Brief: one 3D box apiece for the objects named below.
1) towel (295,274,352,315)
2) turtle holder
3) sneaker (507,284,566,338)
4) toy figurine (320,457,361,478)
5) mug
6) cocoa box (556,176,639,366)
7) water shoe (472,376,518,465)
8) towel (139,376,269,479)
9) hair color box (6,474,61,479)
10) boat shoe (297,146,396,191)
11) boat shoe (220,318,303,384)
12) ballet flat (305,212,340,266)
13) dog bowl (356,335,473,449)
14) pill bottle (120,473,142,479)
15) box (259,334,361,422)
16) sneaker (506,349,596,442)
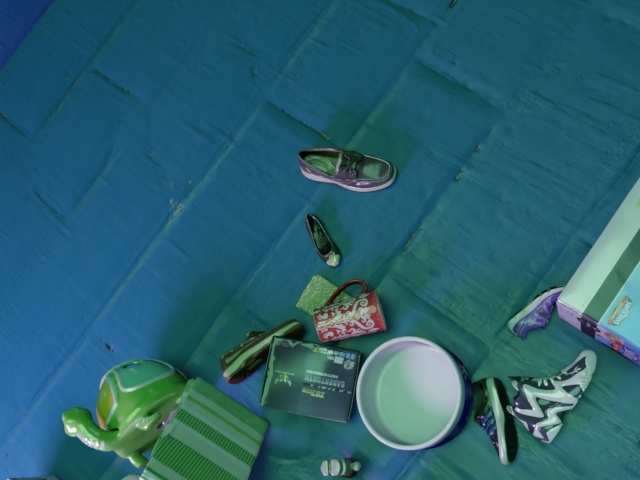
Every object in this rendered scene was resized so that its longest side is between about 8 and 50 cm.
[{"bbox_3d":[0.016,0.166,1.887,0.148,0.027,0.110,31,86,25],"label":"towel"},{"bbox_3d":[-0.491,0.450,1.846,0.320,0.243,0.227,-36,61,-24],"label":"turtle holder"},{"bbox_3d":[0.532,0.170,1.688,0.170,0.068,0.071,-43,80,13],"label":"sneaker"},{"bbox_3d":[0.060,0.636,1.674,0.210,0.148,0.213,35,90,31],"label":"toy figurine"},{"bbox_3d":[0.073,0.190,1.810,0.170,0.113,0.150,-17,30,5],"label":"mug"},{"bbox_3d":[0.715,0.073,1.545,0.228,0.231,0.347,34,88,25],"label":"cocoa box"},{"bbox_3d":[0.407,0.427,1.654,0.080,0.073,0.203,-22,61,35],"label":"water shoe"},{"bbox_3d":[-0.274,0.507,1.712,0.248,0.324,0.038,36,124,-9],"label":"towel"},{"bbox_3d":[-0.677,0.776,1.871,0.375,0.185,0.113,27,86,25],"label":"hair color box"},{"bbox_3d":[0.066,-0.204,1.942,0.286,0.092,0.102,12,79,23],"label":"boat shoe"},{"bbox_3d":[-0.168,0.277,1.887,0.258,0.095,0.095,-35,57,6],"label":"boat shoe"},{"bbox_3d":[0.000,0.000,1.929,0.058,0.049,0.173,-35,66,8],"label":"ballet flat"},{"bbox_3d":[0.226,0.367,1.686,0.265,0.104,0.264,-9,71,27],"label":"dog bowl"},{"bbox_3d":[-0.343,0.708,1.759,0.361,0.204,0.204,6,77,21],"label":"pill bottle"},{"bbox_3d":[-0.026,0.351,1.781,0.233,0.059,0.183,11,84,2],"label":"box"},{"bbox_3d":[0.518,0.328,1.617,0.153,0.094,0.234,31,97,17],"label":"sneaker"}]
